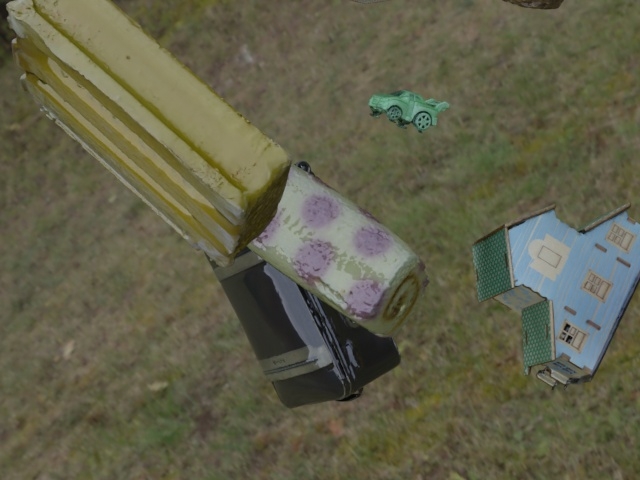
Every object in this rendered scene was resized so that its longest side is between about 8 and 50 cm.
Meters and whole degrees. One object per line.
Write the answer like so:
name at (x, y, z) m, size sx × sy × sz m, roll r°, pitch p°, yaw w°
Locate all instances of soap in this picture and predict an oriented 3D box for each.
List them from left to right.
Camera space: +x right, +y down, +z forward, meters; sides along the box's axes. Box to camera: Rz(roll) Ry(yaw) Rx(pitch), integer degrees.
soap at (-0.178, -0.122, 1.118) m, size 0.315 × 0.199 × 0.091 m, roll 40°, pitch 70°, yaw 7°

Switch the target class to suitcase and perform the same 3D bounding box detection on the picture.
suitcase at (-0.040, 0.099, 1.983) m, size 0.194 × 0.434 × 0.283 m, roll -27°, pitch 2°, yaw -33°

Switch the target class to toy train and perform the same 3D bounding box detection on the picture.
toy train at (0.175, -0.268, 2.189) m, size 0.099 × 0.149 × 0.081 m, roll 31°, pitch 101°, yaw 63°

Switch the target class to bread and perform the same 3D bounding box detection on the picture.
bread at (0.000, 0.000, 1.691) m, size 0.338 × 0.187 × 0.155 m, roll 33°, pitch 86°, yaw 20°

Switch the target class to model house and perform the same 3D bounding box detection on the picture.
model house at (0.314, 0.049, 1.518) m, size 0.271 × 0.206 × 0.178 m, roll -60°, pitch 6°, yaw -13°

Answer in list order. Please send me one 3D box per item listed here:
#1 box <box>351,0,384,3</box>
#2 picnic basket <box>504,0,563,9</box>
box at (0.059, -0.561, 2.191) m, size 0.210 × 0.330 × 0.095 m, roll 4°, pitch 92°, yaw 44°
picnic basket at (0.181, -0.240, 0.905) m, size 0.072 × 0.083 × 0.072 m, roll 7°, pitch 28°, yaw -4°
